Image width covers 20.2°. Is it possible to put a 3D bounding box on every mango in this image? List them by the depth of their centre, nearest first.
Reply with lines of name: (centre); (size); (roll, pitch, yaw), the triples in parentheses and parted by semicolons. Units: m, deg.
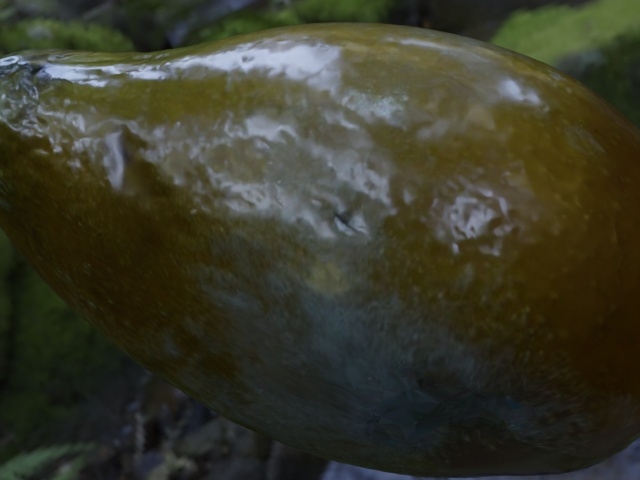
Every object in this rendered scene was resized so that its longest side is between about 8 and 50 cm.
mango: (0.000, 0.000, 0.724); (0.316, 0.193, 0.146); (13, 40, 11)
